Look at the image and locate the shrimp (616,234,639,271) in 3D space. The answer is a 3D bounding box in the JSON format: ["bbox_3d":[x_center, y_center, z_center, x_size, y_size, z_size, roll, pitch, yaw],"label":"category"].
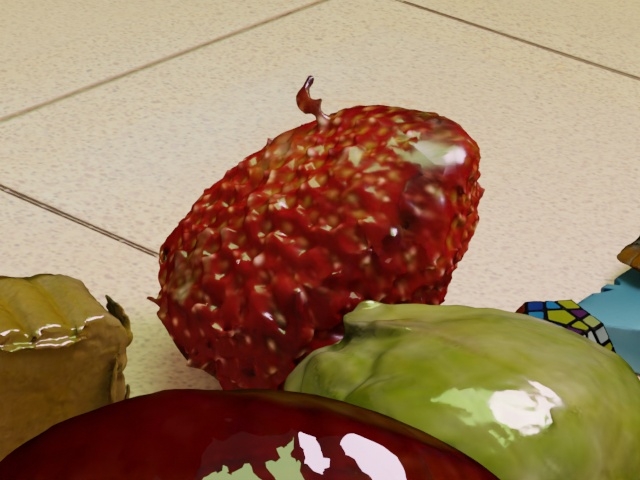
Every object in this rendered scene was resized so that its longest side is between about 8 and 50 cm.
[{"bbox_3d":[0.459,-0.001,2.054,0.262,0.051,0.198,-13,16,-23],"label":"shrimp"}]

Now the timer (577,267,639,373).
[{"bbox_3d":[0.418,0.097,1.960,0.250,0.091,0.232,11,24,36],"label":"timer"}]

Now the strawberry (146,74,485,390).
[{"bbox_3d":[-0.002,-0.001,1.713,0.292,0.343,0.292,23,22,-10],"label":"strawberry"}]

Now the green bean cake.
[{"bbox_3d":[-0.276,0.143,1.476,0.229,0.224,0.131,-6,26,-31],"label":"green bean cake"}]

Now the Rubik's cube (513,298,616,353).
[{"bbox_3d":[0.229,0.122,1.780,0.112,0.133,0.133,33,24,-11],"label":"Rubik's cube"}]

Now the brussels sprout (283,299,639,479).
[{"bbox_3d":[0.128,0.182,1.497,0.328,0.247,0.328,-1,13,0],"label":"brussels sprout"}]

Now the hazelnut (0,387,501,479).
[{"bbox_3d":[-0.042,0.273,1.107,0.429,0.402,0.402,11,24,-19],"label":"hazelnut"}]
